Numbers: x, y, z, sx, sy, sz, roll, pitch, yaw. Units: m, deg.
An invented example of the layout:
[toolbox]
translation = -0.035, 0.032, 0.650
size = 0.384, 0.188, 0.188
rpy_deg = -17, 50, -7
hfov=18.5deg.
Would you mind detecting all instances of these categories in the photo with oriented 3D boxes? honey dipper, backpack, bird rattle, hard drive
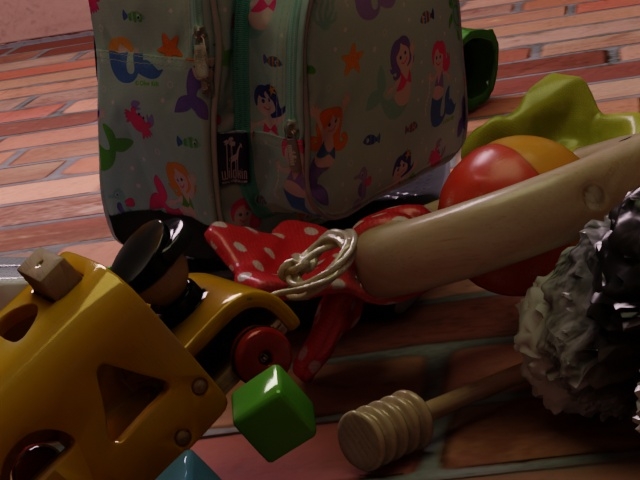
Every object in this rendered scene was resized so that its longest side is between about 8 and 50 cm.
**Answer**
[honey dipper]
translation = 0.073, 0.074, 0.959
size = 0.030, 0.030, 0.160
rpy_deg = 3, 16, 45
[backpack]
translation = -0.030, -0.130, 1.164
size = 0.191, 0.253, 0.225
rpy_deg = -1, 16, 35
[bird rattle]
translation = 0.078, -0.015, 1.008
size = 0.253, 0.143, 0.207
rpy_deg = -11, -4, -24
[hard drive]
translation = 0.000, 0.000, 1.272
size = 0.172, 0.054, 0.255
rpy_deg = -8, 14, 10

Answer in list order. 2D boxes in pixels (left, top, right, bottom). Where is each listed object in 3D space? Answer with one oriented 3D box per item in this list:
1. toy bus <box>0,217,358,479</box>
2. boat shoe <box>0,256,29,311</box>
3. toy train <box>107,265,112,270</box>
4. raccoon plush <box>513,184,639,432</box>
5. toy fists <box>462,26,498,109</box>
[toy bus]
translation = -0.098, 0.051, 0.883
size = 0.191, 0.104, 0.202
rpy_deg = -27, 26, 26
[boat shoe]
translation = -0.247, 0.058, 1.112
size = 0.302, 0.094, 0.109
rpy_deg = 1, 7, 38
[toy train]
translation = -0.141, 0.028, 1.343
size = 0.083, 0.017, 0.024
rpy_deg = -7, 23, 12
[raccoon plush]
translation = 0.155, 0.085, 0.696
size = 0.299, 0.216, 0.446
rpy_deg = -37, -5, -33
[toy fists]
translation = 0.047, -0.140, 1.762
size = 0.142, 0.096, 0.279
rpy_deg = 8, 19, 27
